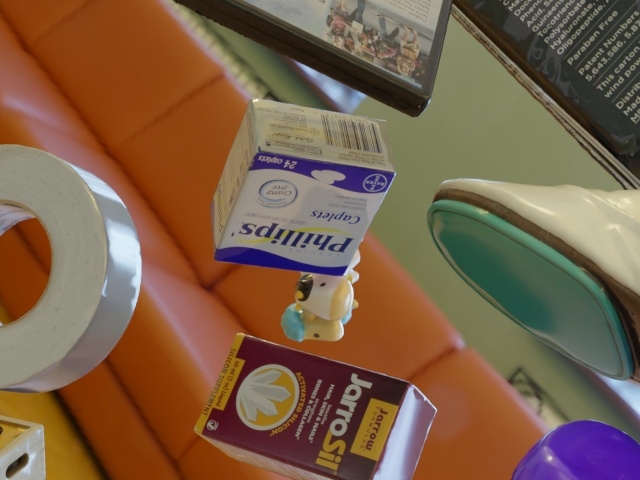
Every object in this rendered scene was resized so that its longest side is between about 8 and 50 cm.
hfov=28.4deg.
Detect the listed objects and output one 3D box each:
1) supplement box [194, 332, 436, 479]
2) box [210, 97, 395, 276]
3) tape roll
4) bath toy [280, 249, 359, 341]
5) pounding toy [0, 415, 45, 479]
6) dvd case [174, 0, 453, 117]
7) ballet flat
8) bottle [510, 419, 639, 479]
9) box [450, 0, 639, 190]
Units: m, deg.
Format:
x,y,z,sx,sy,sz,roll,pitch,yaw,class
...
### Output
x,y,z,sx,sy,sz,roll,pitch,yaw,class
-0.004,0.164,1.144,0.188,0.104,0.081,13,-20,30,supplement box
-0.018,-0.043,1.097,0.126,0.137,0.072,8,45,-18,box
-0.276,0.027,1.143,0.219,0.219,0.072,45,5,20,tape roll
0.000,0.000,1.846,0.348,0.129,0.151,93,-21,-45,bath toy
-0.389,0.231,1.432,0.130,0.100,0.141,9,20,20,pounding toy
0.008,-0.197,0.864,0.180,0.022,0.253,26,41,-8,dvd case
0.240,0.041,0.841,0.139,0.139,0.400,29,4,-44,ballet flat
0.115,0.246,0.782,0.092,0.283,0.118,36,24,24,bottle
0.392,-0.171,1.237,0.480,0.297,0.472,32,15,-41,box
